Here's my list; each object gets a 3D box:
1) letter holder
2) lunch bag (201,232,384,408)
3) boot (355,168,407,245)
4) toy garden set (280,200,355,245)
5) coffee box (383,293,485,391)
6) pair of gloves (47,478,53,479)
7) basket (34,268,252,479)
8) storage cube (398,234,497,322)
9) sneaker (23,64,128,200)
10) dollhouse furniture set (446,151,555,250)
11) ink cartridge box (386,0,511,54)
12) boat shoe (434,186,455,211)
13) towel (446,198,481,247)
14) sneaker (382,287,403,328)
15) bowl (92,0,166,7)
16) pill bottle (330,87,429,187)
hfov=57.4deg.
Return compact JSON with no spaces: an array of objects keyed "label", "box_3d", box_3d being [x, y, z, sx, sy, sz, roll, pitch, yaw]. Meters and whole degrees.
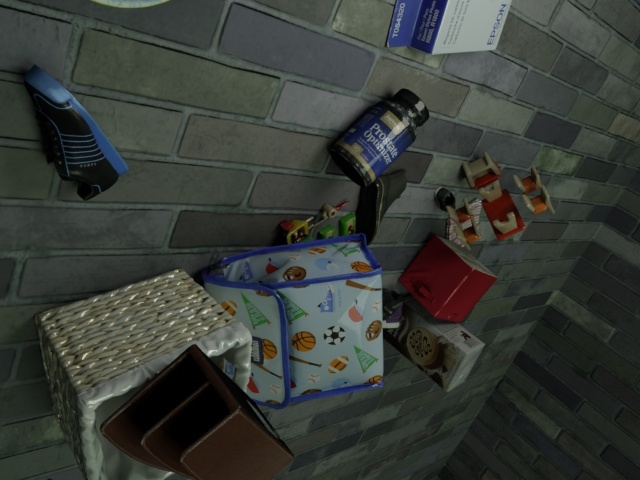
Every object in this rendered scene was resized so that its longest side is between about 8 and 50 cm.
[{"label":"letter holder","box_3d":[-0.208,0.357,1.022,0.214,0.152,0.302,-39,145,-11]},{"label":"lunch bag","box_3d":[-0.059,0.188,1.323,0.385,0.239,0.328,-6,114,-8]},{"label":"boot","box_3d":[0.166,-0.086,1.532,0.137,0.077,0.198,-23,138,-39]},{"label":"toy garden set","box_3d":[0.000,0.000,1.449,0.244,0.049,0.204,-30,140,-24]},{"label":"coffee box","box_3d":[0.360,0.325,1.917,0.119,0.297,0.168,-12,130,-44]},{"label":"pair of gloves","box_3d":[-0.633,0.589,1.354,0.074,0.010,0.083,-42,143,-10]},{"label":"basket","box_3d":[-0.342,0.273,1.154,0.331,0.266,0.328,-19,135,-34]},{"label":"storage cube","box_3d":[0.403,0.123,1.854,0.215,0.183,0.193,19,112,-49]},{"label":"sneaker","box_3d":[-0.381,-0.151,0.881,0.090,0.081,0.232,-46,146,-16]},{"label":"dollhouse furniture set","box_3d":[0.505,-0.117,1.683,0.262,0.259,0.135,-26,141,19]},{"label":"ink cartridge box","box_3d":[0.311,-0.565,1.247,0.330,0.071,0.324,-19,135,-37]},{"label":"boat shoe","box_3d":[0.382,-0.115,1.757,0.049,0.042,0.133,-51,146,-2]},{"label":"towel","box_3d":[0.474,-0.034,1.938,0.144,0.029,0.197,-34,142,-18]},{"label":"sneaker","box_3d":[0.153,0.200,1.777,0.283,0.107,0.124,3,106,-52]},{"label":"bowl","box_3d":[-0.253,-0.443,0.683,0.289,0.156,0.289,-28,140,-26]},{"label":"pill bottle","box_3d":[0.136,-0.234,1.317,0.219,0.123,0.123,-45,144,-6]}]
